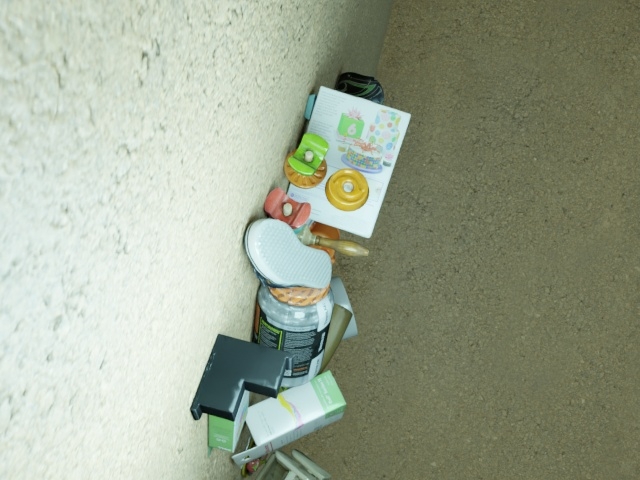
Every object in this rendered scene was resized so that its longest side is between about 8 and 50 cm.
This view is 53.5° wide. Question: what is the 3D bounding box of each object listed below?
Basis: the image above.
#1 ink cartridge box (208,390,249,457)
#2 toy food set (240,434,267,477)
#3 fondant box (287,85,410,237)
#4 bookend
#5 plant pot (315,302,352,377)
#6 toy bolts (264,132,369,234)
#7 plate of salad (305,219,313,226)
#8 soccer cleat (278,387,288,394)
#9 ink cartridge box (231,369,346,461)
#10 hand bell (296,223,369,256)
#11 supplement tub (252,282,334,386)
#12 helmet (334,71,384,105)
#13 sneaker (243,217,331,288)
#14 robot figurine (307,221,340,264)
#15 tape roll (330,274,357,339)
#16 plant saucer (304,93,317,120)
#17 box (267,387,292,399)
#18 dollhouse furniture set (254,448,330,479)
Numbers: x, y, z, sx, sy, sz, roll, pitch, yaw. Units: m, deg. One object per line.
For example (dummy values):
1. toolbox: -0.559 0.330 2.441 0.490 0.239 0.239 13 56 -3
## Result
1. ink cartridge box: -0.204 0.398 1.420 0.109 0.062 0.209 -72 174 -47
2. toy food set: -0.220 0.753 2.190 0.218 0.071 0.128 94 11 -63
3. fondant box: 0.067 -0.199 1.633 0.096 0.238 0.330 -43 151 -79
4. bookend: -0.145 0.279 1.214 0.072 0.157 0.156 95 9 -58
5. plant pot: -0.044 0.321 2.008 0.237 0.237 0.254 87 19 -74
6. toy bolts: -0.020 -0.091 1.466 0.228 0.218 0.158 -55 175 -18
7. plate of salad: -0.034 -0.092 2.002 0.200 0.048 0.200 -56 177 -4
8. soccer cleat: -0.137 0.407 2.218 0.121 0.093 0.289 16 92 -55
9. ink cartridge box: -0.111 0.531 1.888 0.207 0.353 0.119 95 -30 -63
10. hand bell: 0.001 0.004 1.576 0.126 0.242 0.126 15 90 -86
11. supplement tub: -0.071 0.206 1.617 0.193 0.194 0.316 -70 172 -51
12. helmet: 0.129 -0.473 2.123 0.169 0.162 0.169 14 90 -85
13. sneaker: -0.098 0.040 1.369 0.321 0.127 0.126 35 60 -58
14. robot figurine: 0.000 0.002 2.222 0.128 0.158 0.219 -60 -177 28
15. tape roll: 0.025 0.275 2.443 0.246 0.169 0.246 162 -90 -85
16. plant saucer: -0.018 -0.345 1.687 0.192 0.018 0.067 -35 139 -81
17. box: -0.148 0.622 2.535 0.290 0.087 0.169 93 12 -67
18. dollhouse furniture set: -0.163 0.834 2.044 0.362 0.256 0.394 -58 154 -3
